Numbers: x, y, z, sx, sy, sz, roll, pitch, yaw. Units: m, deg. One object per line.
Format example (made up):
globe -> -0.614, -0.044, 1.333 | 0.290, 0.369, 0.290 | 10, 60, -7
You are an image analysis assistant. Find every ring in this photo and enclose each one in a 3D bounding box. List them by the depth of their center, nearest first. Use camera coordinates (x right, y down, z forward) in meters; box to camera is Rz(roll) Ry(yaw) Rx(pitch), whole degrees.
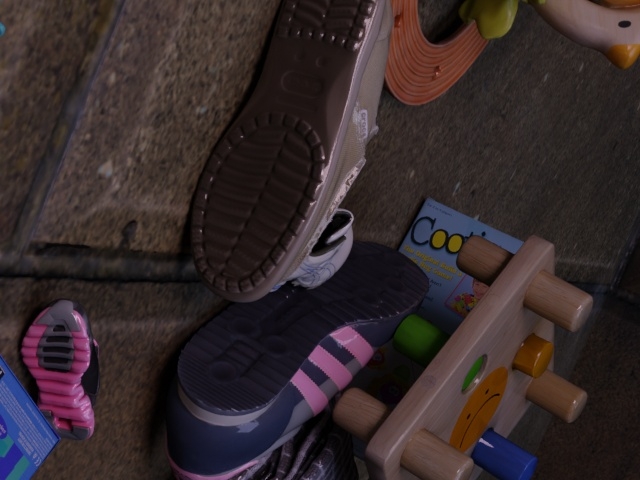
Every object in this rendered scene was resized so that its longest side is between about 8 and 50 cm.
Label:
ring -> 0.129, -0.279, 1.167 | 0.336, 0.032, 0.336 | -48, 152, -35

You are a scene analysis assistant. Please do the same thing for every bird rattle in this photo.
bird rattle -> 0.240, -0.258, 1.155 | 0.253, 0.207, 0.143 | -45, 171, -20

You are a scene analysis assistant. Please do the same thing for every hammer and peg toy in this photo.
hammer and peg toy -> 0.100, 0.191, 1.186 | 0.361, 0.127, 0.266 | -50, 153, -20

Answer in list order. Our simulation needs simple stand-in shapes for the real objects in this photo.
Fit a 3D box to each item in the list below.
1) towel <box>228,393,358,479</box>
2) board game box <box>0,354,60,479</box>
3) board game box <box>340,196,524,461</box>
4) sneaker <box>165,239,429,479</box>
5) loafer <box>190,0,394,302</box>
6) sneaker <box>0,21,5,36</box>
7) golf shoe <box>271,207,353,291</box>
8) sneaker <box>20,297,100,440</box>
towel -> -0.067, 0.285, 1.215 | 0.283, 0.121, 0.235 | -52, 155, -28
board game box -> -0.248, 0.156, 0.755 | 0.210, 0.047, 0.160 | -55, 157, -24
board game box -> 0.121, 0.120, 1.434 | 0.275, 0.144, 0.142 | -60, 159, -8
sneaker -> -0.024, 0.102, 1.150 | 0.319, 0.112, 0.131 | -28, 146, -47
loafer -> -0.007, -0.077, 0.980 | 0.092, 0.102, 0.268 | 20, 95, -63
sneaker -> -0.176, -0.126, 0.581 | 0.275, 0.107, 0.110 | -60, 178, 3
golf shoe -> 0.000, 0.000, 1.083 | 0.176, 0.086, 0.069 | -22, 89, -63
sneaker -> -0.164, 0.076, 0.880 | 0.057, 0.047, 0.119 | -70, 171, -47
